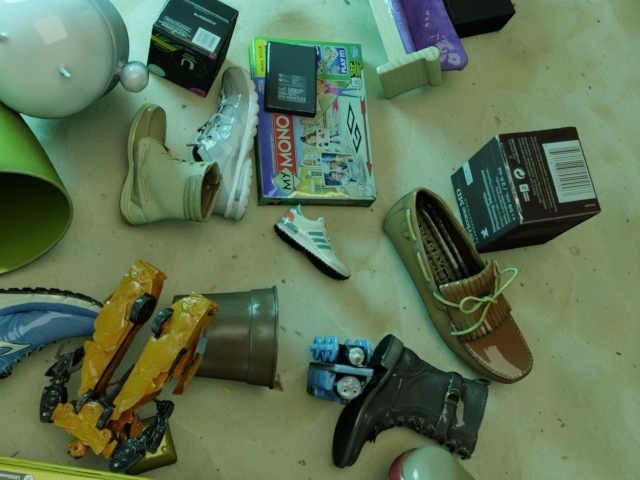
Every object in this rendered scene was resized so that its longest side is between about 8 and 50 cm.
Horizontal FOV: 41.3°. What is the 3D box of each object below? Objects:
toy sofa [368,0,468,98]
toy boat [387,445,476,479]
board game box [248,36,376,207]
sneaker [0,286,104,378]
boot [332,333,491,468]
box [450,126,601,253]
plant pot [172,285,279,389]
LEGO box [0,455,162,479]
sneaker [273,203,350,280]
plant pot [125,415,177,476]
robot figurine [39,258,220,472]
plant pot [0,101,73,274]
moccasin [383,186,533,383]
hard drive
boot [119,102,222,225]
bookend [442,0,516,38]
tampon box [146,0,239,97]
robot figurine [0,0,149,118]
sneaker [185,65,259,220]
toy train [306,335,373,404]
[{"bbox_3d":[0.146,-0.470,1.601,0.177,0.150,0.363,-18,78,7],"label":"toy sofa"},{"bbox_3d":[0.179,0.441,1.368,0.231,0.151,0.151,48,23,-26],"label":"toy boat"},{"bbox_3d":[-0.018,-0.218,1.562,0.213,0.046,0.317,0,73,-17],"label":"board game box"},{"bbox_3d":[-0.476,0.147,1.286,0.329,0.130,0.147,-2,91,-17],"label":"sneaker"},{"bbox_3d":[0.163,0.305,1.429,0.229,0.091,0.263,33,71,-9],"label":"boot"},{"bbox_3d":[0.368,-0.087,1.547,0.167,0.203,0.169,-9,75,-18],"label":"box"},{"bbox_3d":[-0.155,0.153,1.350,0.165,0.167,0.167,2,73,-8],"label":"plant pot"},{"bbox_3d":[-0.303,0.515,1.166,0.500,0.193,0.373,13,70,-12],"label":"LEGO box"},{"bbox_3d":[0.000,0.000,1.491,0.161,0.057,0.075,38,72,1],"label":"sneaker"},{"bbox_3d":[-0.264,0.311,1.302,0.081,0.083,0.081,-13,77,-19],"label":"plant pot"},{"bbox_3d":[-0.277,0.188,1.239,0.211,0.085,0.291,29,86,18],"label":"robot figurine"},{"bbox_3d":[-0.550,-0.131,1.285,0.274,0.275,0.294,-16,62,-20],"label":"plant pot"},{"bbox_3d":[0.256,0.076,1.493,0.139,0.147,0.380,-22,80,-21],"label":"moccasin"},{"bbox_3d":[-0.053,-0.293,1.537,0.094,0.022,0.135,5,72,-14],"label":"hard drive"},{"bbox_3d":[-0.240,-0.129,1.408,0.165,0.077,0.213,-1,75,25],"label":"boot"},{"bbox_3d":[0.289,-0.498,1.724,0.157,0.072,0.156,-17,78,-20],"label":"bookend"},{"bbox_3d":[-0.225,-0.346,1.478,0.120,0.161,0.101,25,68,-6],"label":"tampon box"},{"bbox_3d":[-0.407,-0.297,1.311,0.299,0.353,0.200,15,104,-8],"label":"robot figurine"},{"bbox_3d":[-0.173,-0.179,1.471,0.115,0.105,0.281,7,72,-14],"label":"sneaker"},{"bbox_3d":[0.031,0.209,1.371,0.080,0.184,0.105,8,82,-14],"label":"toy train"}]
